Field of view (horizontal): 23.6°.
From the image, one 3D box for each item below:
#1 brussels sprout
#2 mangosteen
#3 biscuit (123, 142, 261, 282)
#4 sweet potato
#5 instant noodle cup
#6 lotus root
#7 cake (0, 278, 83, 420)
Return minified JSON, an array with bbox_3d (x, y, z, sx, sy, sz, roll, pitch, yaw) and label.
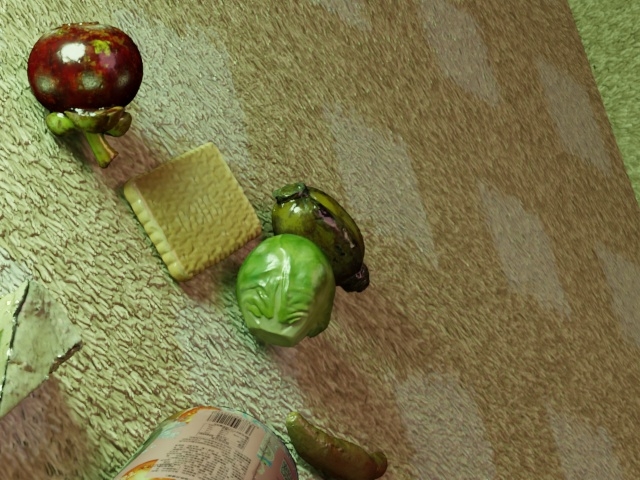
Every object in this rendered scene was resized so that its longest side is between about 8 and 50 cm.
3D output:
[{"bbox_3d":[-0.054,0.066,2.120,0.117,0.155,0.155,42,32,-52],"label":"brussels sprout"},{"bbox_3d":[-0.308,-0.192,1.967,0.145,0.181,0.156,16,13,5],"label":"mangosteen"},{"bbox_3d":[-0.174,-0.042,2.130,0.160,0.030,0.249,60,29,-4],"label":"biscuit"},{"bbox_3d":[0.032,0.302,2.134,0.255,0.058,0.078,29,21,-50],"label":"sweet potato"},{"bbox_3d":[-0.142,0.316,1.677,0.243,0.243,0.231,54,22,-12],"label":"instant noodle cup"},{"bbox_3d":[0.000,0.000,2.292,0.209,0.120,0.120,51,30,-19],"label":"lotus root"},{"bbox_3d":[-0.347,0.121,1.649,0.117,0.086,0.220,59,29,-6],"label":"cake"}]
